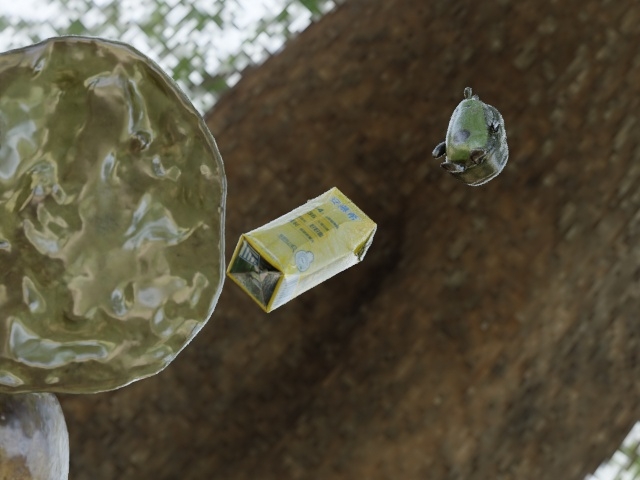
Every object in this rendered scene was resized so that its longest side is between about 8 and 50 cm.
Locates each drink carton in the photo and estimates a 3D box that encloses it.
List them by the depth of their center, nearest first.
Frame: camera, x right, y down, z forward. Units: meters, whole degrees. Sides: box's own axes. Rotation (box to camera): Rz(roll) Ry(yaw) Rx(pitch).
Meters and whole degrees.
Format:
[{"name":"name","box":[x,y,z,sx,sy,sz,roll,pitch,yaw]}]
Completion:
[{"name":"drink carton","box":[0.000,0.000,1.949,0.084,0.200,0.074,41,-45,21]}]

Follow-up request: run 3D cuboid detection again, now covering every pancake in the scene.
[{"name":"pancake","box":[-0.211,-0.012,1.445,0.294,0.294,0.049,42,-8,0]}]

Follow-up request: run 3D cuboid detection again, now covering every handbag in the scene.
[{"name":"handbag","box":[0.144,-0.097,1.798,0.072,0.111,0.047,-25,-55,25]}]

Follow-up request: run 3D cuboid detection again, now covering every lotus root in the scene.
[{"name":"lotus root","box":[-0.285,0.188,1.603,0.128,0.145,0.260,-129,-140,-53]}]
